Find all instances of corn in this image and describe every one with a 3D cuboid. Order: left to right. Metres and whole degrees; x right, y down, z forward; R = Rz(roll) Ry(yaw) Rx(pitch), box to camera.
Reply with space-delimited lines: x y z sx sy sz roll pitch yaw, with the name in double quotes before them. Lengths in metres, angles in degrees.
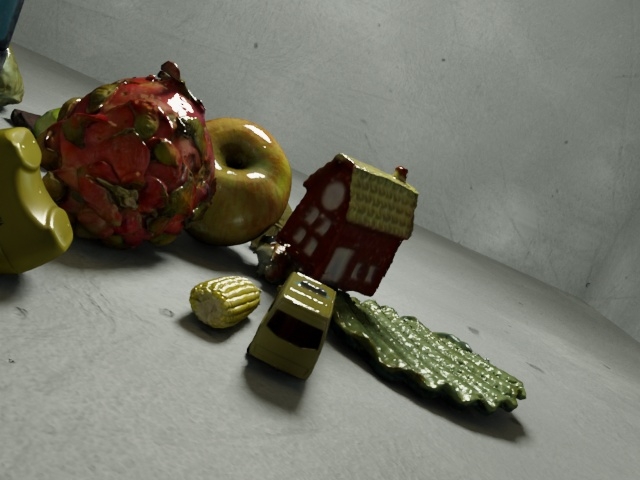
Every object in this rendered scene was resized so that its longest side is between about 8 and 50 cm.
"corn" -0.145 0.092 1.085 0.085 0.063 0.165 18 7 13

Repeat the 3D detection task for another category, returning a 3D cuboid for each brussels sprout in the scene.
"brussels sprout" -0.536 -0.221 1.526 0.161 0.143 0.181 41 20 -44

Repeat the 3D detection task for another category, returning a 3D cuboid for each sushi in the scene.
"sushi" -0.083 0.030 1.439 0.103 0.097 0.226 25 11 0

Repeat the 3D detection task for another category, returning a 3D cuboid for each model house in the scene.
"model house" 0.063 -0.046 1.338 0.196 0.254 0.160 18 15 -42

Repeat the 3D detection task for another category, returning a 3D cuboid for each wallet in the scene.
"wallet" -0.651 -0.271 1.764 0.229 0.049 0.182 12 20 -45

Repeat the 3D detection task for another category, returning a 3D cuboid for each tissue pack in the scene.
"tissue pack" -0.406 -0.048 0.883 0.127 0.178 0.123 -17 16 -2

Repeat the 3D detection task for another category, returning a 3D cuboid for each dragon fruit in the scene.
"dragon fruit" -0.355 -0.123 1.176 0.296 0.314 0.263 6 30 20

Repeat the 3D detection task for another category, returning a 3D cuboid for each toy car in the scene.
"toy car" -0.032 0.115 1.064 0.101 0.124 0.257 26 11 -1

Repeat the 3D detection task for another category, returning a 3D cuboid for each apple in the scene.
"apple" -0.192 -0.112 1.441 0.264 0.264 0.264 24 10 -5

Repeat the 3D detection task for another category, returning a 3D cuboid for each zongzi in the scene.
"zongzi" -0.072 -0.043 1.628 0.160 0.176 0.078 21 -9 -38

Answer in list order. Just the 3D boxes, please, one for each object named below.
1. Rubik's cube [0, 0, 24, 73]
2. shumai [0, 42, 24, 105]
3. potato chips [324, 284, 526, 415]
"Rubik's cube" -0.755 -0.369 1.157 0.358 0.363 0.362 8 23 -45
"shumai" -0.930 -0.461 1.747 0.288 0.292 0.330 -22 24 -23
"potato chips" 0.172 0.192 1.300 0.358 0.070 0.429 18 11 -29
